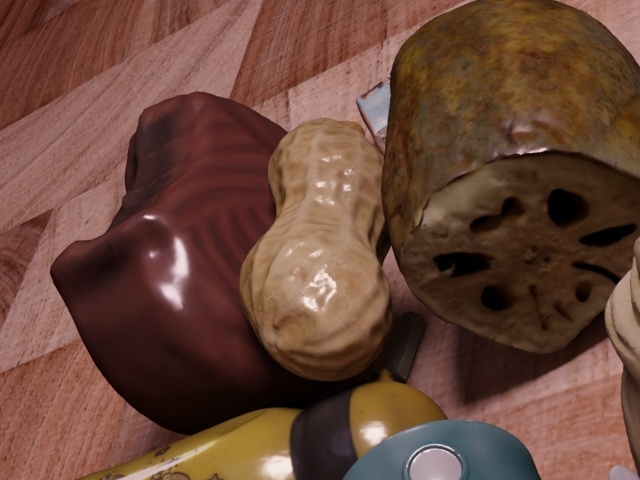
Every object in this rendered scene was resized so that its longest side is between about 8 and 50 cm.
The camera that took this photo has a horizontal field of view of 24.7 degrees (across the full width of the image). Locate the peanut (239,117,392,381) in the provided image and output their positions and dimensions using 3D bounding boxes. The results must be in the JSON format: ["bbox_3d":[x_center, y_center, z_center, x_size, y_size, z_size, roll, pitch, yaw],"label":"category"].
[{"bbox_3d":[0.000,0.000,1.252,0.136,0.120,0.298,-11,41,16],"label":"peanut"}]

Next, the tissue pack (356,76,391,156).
[{"bbox_3d":[0.083,-0.123,1.586,0.058,0.074,0.094,-33,29,6],"label":"tissue pack"}]

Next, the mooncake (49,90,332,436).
[{"bbox_3d":[-0.091,0.011,1.389,0.174,0.334,0.326,-34,-10,37],"label":"mooncake"}]

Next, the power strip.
[{"bbox_3d":[0.075,0.102,1.363,0.027,0.017,0.083,-17,39,40],"label":"power strip"}]

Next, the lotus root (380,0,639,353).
[{"bbox_3d":[0.173,-0.084,1.268,0.250,0.250,0.346,-34,27,18],"label":"lotus root"}]

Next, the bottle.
[{"bbox_3d":[-0.048,0.225,1.204,0.351,0.171,0.172,-25,34,21],"label":"bottle"}]

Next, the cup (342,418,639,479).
[{"bbox_3d":[0.102,0.242,1.016,0.299,0.168,0.173,-17,41,-2],"label":"cup"}]

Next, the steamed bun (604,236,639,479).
[{"bbox_3d":[0.313,0.047,0.897,0.310,0.219,0.324,-44,15,-7],"label":"steamed bun"}]
